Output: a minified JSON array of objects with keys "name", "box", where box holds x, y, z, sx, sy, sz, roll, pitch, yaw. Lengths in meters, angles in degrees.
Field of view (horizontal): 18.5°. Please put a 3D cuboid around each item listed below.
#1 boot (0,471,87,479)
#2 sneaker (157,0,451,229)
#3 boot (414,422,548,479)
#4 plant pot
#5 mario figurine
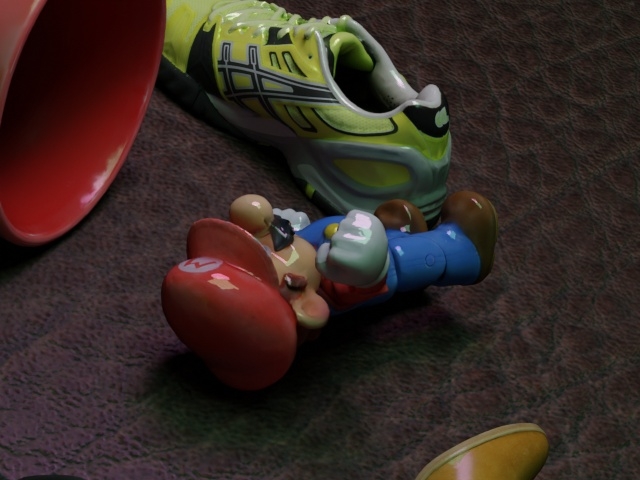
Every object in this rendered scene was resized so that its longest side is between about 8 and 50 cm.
[{"name":"boot","box":[-0.172,0.232,1.265,0.178,0.236,0.085,52,57,-23]},{"name":"sneaker","box":[-0.020,-0.162,1.835,0.384,0.147,0.145,35,39,23]},{"name":"boot","box":[0.120,0.262,1.381,0.295,0.104,0.211,-25,60,-40]},{"name":"plant pot","box":[-0.296,-0.160,1.617,0.243,0.275,0.275,20,33,18]},{"name":"mario figurine","box":[0.000,0.000,1.591,0.320,0.198,0.170,-16,61,-46]}]
